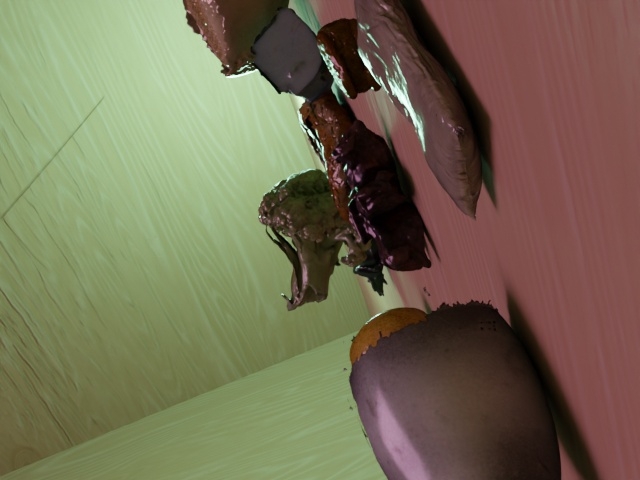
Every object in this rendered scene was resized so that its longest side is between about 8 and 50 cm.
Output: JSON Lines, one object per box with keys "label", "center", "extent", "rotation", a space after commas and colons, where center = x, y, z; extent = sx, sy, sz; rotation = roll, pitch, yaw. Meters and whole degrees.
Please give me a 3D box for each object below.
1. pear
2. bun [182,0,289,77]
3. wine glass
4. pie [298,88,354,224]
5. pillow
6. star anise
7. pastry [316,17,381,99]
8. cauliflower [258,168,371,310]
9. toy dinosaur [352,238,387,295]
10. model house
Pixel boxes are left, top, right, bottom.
{"label": "pear", "center": [0.139, 0.206, 1.931], "extent": [0.178, 0.178, 0.178], "rotation": [158, 90, -89]}
{"label": "bun", "center": [-0.166, -0.496, 1.982], "extent": [0.364, 0.202, 0.364], "rotation": [62, 173, 13]}
{"label": "wine glass", "center": [0.162, 0.234, 1.031], "extent": [0.190, 0.191, 0.357], "rotation": [70, 175, -60]}
{"label": "pie", "center": [0.032, -0.160, 1.982], "extent": [0.308, 0.086, 0.308], "rotation": [158, 90, -90]}
{"label": "pillow", "center": [0.085, -0.136, 0.941], "extent": [0.229, 0.050, 0.148], "rotation": [64, -179, 32]}
{"label": "star anise", "center": [0.084, -0.045, 1.522], "extent": [0.214, 0.099, 0.220], "rotation": [35, -149, -75]}
{"label": "pastry", "center": [0.036, -0.224, 1.321], "extent": [0.109, 0.057, 0.097], "rotation": [-112, -1, -63]}
{"label": "cauliflower", "center": [0.011, -0.018, 2.277], "extent": [0.327, 0.260, 0.281], "rotation": [-21, -87, -57]}
{"label": "toy dinosaur", "center": [0.091, -0.002, 2.526], "extent": [0.120, 0.079, 0.292], "rotation": [164, 81, -83]}
{"label": "model house", "center": [-0.027, -0.309, 1.875], "extent": [0.148, 0.119, 0.149], "rotation": [47, -167, 22]}
